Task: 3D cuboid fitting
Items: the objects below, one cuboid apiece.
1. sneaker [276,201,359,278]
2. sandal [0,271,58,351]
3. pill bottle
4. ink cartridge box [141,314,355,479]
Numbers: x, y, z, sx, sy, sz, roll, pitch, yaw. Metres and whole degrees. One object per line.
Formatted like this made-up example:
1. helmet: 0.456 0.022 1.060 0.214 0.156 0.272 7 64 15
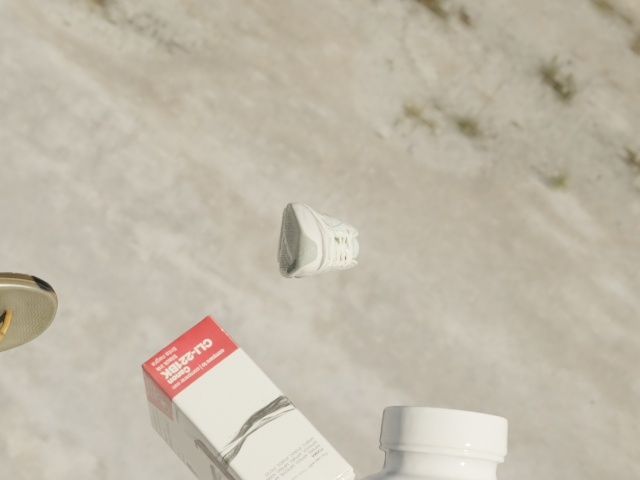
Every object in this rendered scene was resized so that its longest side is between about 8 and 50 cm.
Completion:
1. sneaker: 0.000 0.000 1.119 0.061 0.053 0.152 9 5 -2
2. sandal: -0.320 0.079 1.272 0.219 0.090 0.060 -2 42 -38
3. pill bottle: 0.095 0.284 1.322 0.152 0.152 0.272 13 78 -37
4. ink cartridge box: -0.090 0.256 1.887 0.114 0.197 0.273 -37 67 -21
